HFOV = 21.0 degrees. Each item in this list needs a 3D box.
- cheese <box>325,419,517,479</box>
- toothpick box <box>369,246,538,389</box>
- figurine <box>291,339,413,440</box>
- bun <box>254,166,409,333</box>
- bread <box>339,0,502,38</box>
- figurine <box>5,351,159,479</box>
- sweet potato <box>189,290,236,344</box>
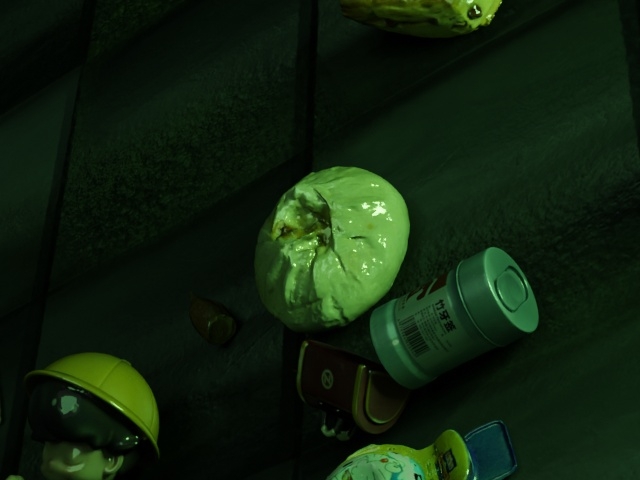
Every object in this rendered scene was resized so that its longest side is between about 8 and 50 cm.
[{"bbox_3d":[0.083,0.257,1.773,0.250,0.064,0.157,-27,40,10],"label":"cheese"},{"bbox_3d":[0.141,0.083,1.836,0.153,0.101,0.101,-29,40,27],"label":"toothpick box"},{"bbox_3d":[0.024,0.171,1.921,0.154,0.082,0.098,15,89,53],"label":"figurine"},{"bbox_3d":[0.000,0.000,2.047,0.222,0.127,0.222,-29,37,25],"label":"bun"},{"bbox_3d":[0.152,-0.354,2.241,0.235,0.099,0.210,5,64,44],"label":"bread"},{"bbox_3d":[-0.283,0.264,2.090,0.192,0.167,0.257,2,81,34],"label":"figurine"},{"bbox_3d":[-0.145,0.091,2.192,0.049,0.049,0.117,-48,35,3],"label":"sweet potato"}]
